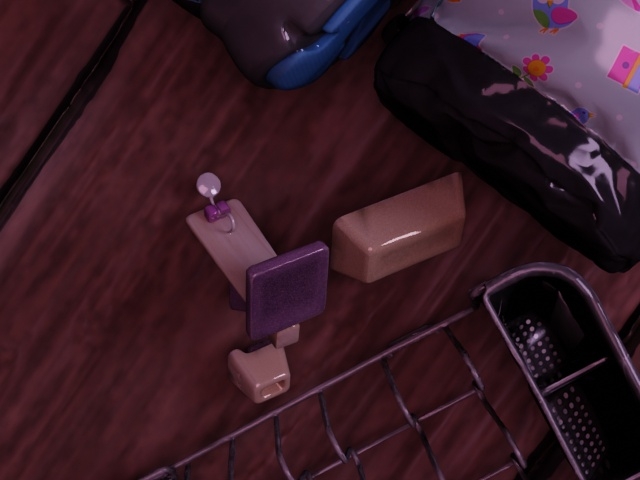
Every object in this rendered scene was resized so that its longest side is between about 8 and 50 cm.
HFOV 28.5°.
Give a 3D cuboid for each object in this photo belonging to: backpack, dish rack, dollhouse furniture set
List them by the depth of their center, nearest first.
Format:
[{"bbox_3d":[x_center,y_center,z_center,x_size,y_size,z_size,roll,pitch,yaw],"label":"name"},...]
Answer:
[{"bbox_3d":[0.126,-0.095,0.506,0.152,0.115,0.182,38,90,0],"label":"backpack"},{"bbox_3d":[0.028,0.152,0.541,0.271,0.074,0.208,-28,93,1],"label":"dish rack"},{"bbox_3d":[0.000,0.000,0.563,0.114,0.091,0.081,-21,51,-21],"label":"dollhouse furniture set"}]

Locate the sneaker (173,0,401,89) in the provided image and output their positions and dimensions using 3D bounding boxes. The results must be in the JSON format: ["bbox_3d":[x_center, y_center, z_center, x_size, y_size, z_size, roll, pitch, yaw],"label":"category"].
[{"bbox_3d":[0.050,-0.224,0.493,0.139,0.125,0.341,43,89,4],"label":"sneaker"}]
